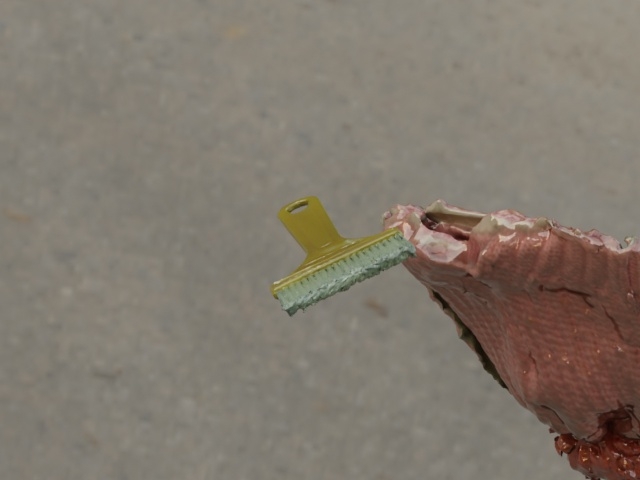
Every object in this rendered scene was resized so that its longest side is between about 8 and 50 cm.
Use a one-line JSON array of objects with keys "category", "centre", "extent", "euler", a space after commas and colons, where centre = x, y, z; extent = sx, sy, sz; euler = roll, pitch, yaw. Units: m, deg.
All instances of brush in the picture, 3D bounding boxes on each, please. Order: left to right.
[{"category": "brush", "centre": [0.000, 0.000, 1.186], "extent": [0.083, 0.011, 0.205], "euler": [-26, 16, -3]}]

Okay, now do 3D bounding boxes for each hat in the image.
[{"category": "hat", "centre": [0.185, 0.076, 1.424], "extent": [0.237, 0.286, 0.107], "euler": [11, 51, 49]}]
